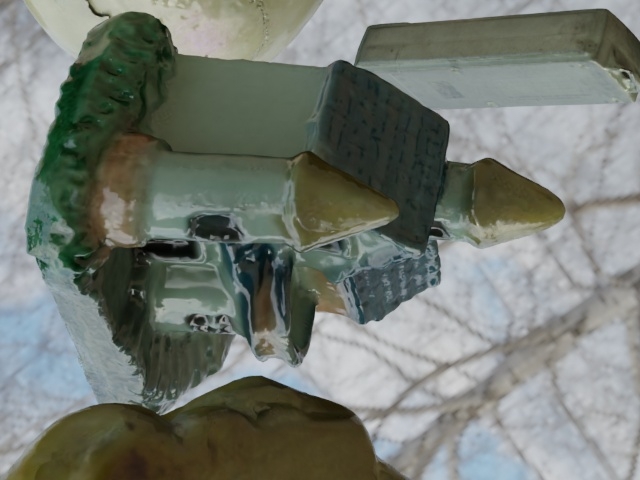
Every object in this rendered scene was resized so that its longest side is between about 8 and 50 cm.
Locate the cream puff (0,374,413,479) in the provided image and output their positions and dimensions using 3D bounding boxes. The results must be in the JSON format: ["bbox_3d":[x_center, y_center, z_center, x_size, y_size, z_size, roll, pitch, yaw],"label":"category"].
[{"bbox_3d":[-0.082,0.245,0.903,0.324,0.257,0.291,-7,-105,-38],"label":"cream puff"}]

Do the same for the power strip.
[{"bbox_3d":[0.141,-0.143,1.244,0.078,0.272,0.052,34,-113,-43],"label":"power strip"}]

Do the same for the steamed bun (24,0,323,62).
[{"bbox_3d":[-0.131,-0.277,1.481,0.312,0.334,0.233,74,-170,-48],"label":"steamed bun"}]

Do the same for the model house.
[{"bbox_3d":[0.000,0.000,1.052,0.267,0.325,0.194,78,-161,-53],"label":"model house"}]
